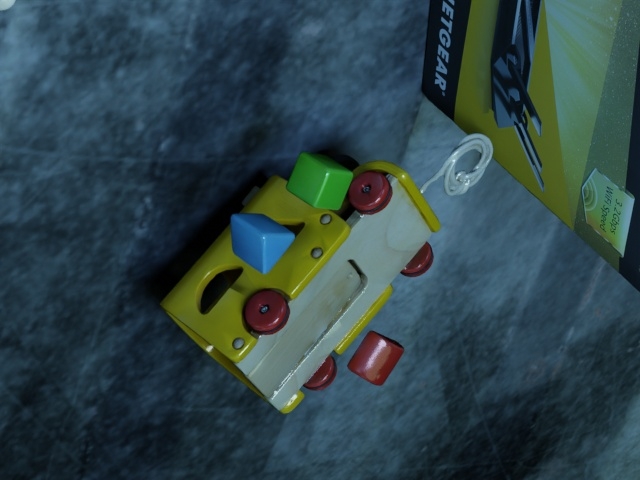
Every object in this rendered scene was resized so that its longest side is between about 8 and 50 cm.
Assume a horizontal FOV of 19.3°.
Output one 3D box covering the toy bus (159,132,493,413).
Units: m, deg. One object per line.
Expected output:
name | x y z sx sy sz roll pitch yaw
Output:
toy bus | -0.010 0.006 1.218 0.202 0.104 0.191 -15 129 -44

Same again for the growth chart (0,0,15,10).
growth chart | -0.281 -0.074 0.952 0.237 0.021 0.172 -48 144 6

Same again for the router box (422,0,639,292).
router box | 0.172 -0.151 1.119 0.081 0.243 0.309 -24 140 -25
